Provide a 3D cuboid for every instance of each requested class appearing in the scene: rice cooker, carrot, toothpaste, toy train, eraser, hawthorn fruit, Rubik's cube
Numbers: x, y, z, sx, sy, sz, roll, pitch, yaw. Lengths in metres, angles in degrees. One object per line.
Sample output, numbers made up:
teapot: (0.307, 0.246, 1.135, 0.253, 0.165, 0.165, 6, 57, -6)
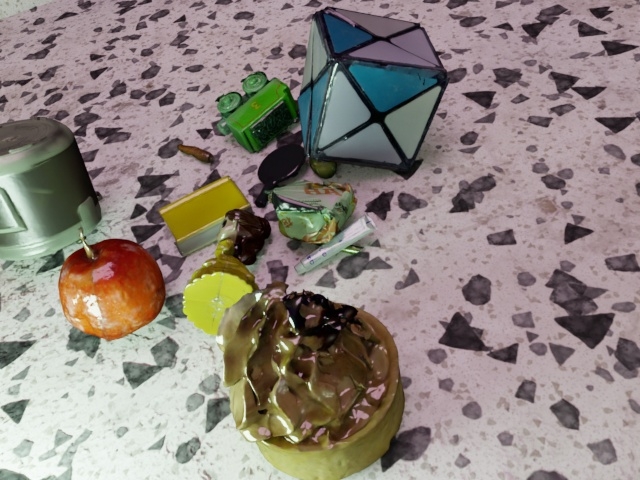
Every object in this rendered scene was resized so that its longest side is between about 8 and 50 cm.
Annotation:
rice cooker: (-0.767, -0.122, 1.583, 0.335, 0.325, 0.335, -6, 32, 4)
carrot: (-0.381, -0.267, 1.824, 0.165, 0.036, 0.035, 26, 58, 35)
toothpaste: (0.034, 0.013, 1.433, 0.218, 0.033, 0.052, -34, 67, 0)
toy train: (-0.189, -0.390, 1.816, 0.243, 0.132, 0.188, -43, 54, -12)
eraser: (-0.298, -0.070, 1.594, 0.226, 0.069, 0.158, -28, 46, -13)
hawthorn fruit: (-0.481, 0.083, 1.358, 0.242, 0.272, 0.242, -6, 41, 5)
Rubik's cube: (0.116, -0.390, 1.569, 0.310, 0.307, 0.305, 6, 45, -13)

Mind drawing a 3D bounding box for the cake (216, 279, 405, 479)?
cake: (-0.017, 0.221, 1.084, 0.332, 0.321, 0.332, -8, 45, 9)

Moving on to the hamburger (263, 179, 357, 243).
hamburger: (-0.036, -0.082, 1.485, 0.235, 0.125, 0.214, 3, 20, 16)

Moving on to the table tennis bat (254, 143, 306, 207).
table tennis bat: (-0.123, -0.185, 1.674, 0.150, 0.027, 0.236, -1, 51, 33)

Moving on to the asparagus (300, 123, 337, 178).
asparagus: (-0.009, -0.311, 1.743, 0.082, 0.085, 0.343, -29, 45, 20)

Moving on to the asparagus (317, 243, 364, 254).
asparagus: (0.000, -0.001, 1.485, 0.236, 0.027, 0.034, 17, 49, 27)

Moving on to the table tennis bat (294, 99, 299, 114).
table tennis bat: (-0.077, -0.414, 1.876, 0.154, 0.019, 0.098, -28, 43, 7)

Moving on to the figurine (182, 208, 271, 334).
figurine: (-0.213, 0.042, 1.417, 0.168, 0.187, 0.315, -9, 38, 9)
